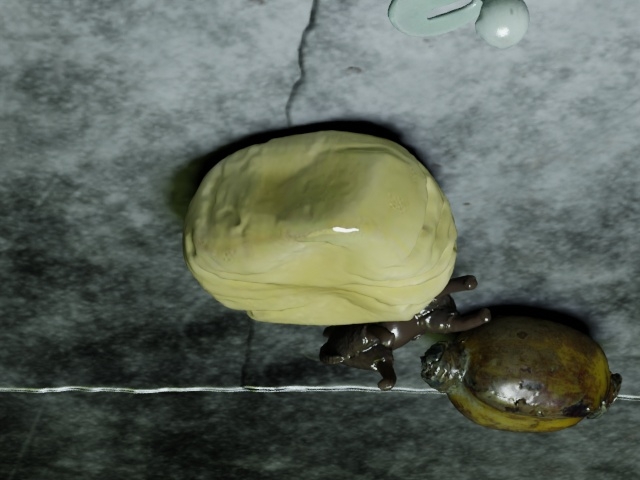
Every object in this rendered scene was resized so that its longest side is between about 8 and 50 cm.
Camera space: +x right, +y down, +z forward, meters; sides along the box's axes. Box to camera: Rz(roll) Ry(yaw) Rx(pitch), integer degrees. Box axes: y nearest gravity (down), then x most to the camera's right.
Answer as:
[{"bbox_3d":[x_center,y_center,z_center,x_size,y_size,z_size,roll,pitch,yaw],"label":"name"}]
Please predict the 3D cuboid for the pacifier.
[{"bbox_3d":[0.115,-0.185,1.256,0.127,0.116,0.150,-19,148,-24],"label":"pacifier"}]

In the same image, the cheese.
[{"bbox_3d":[0.000,0.000,1.525,0.226,0.117,0.214,-10,149,19],"label":"cheese"}]

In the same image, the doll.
[{"bbox_3d":[0.065,0.079,1.649,0.139,0.165,0.057,-34,107,-16],"label":"doll"}]

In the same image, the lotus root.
[{"bbox_3d":[0.193,0.129,1.726,0.209,0.120,0.120,10,144,-17],"label":"lotus root"}]
